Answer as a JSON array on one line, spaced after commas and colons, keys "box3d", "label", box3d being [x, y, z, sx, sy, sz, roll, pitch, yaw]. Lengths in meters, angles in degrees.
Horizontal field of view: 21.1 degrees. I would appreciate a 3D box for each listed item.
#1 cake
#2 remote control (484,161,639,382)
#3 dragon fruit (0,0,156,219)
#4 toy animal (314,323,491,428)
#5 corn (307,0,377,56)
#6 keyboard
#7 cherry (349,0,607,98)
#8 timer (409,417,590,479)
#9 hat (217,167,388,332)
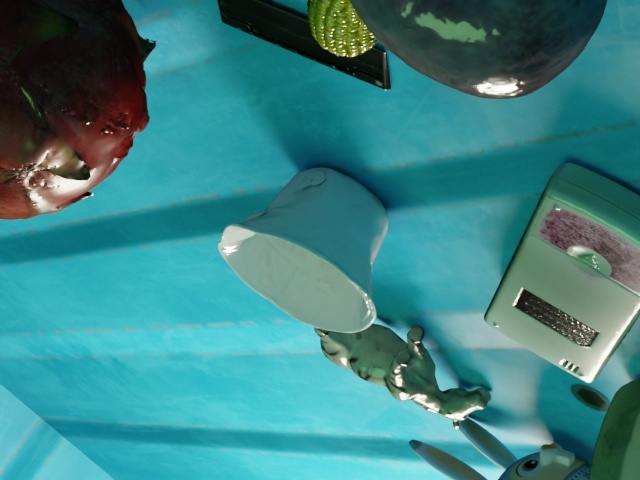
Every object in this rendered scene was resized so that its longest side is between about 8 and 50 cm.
[{"box3d": [0.446, 0.235, 1.865, 0.284, 0.172, 0.158, 5, 170, -18], "label": "cake"}, {"box3d": [0.260, 0.039, 1.727, 0.145, 0.050, 0.344, 31, 156, 7], "label": "remote control"}, {"box3d": [-0.334, -0.167, 1.809, 0.302, 0.295, 0.296, 17, 173, -42], "label": "dragon fruit"}, {"box3d": [0.093, 0.146, 2.114, 0.255, 0.090, 0.170, 37, 160, 0], "label": "toy animal"}, {"box3d": [0.025, -0.233, 1.491, 0.072, 0.072, 0.203, 29, 155, 12], "label": "corn"}, {"box3d": [-0.019, -0.201, 1.682, 0.198, 0.010, 0.063, 25, 154, 20], "label": "keyboard"}, {"box3d": [0.112, -0.206, 1.281, 0.213, 0.183, 0.266, 47, 170, 5], "label": "cherry"}, {"box3d": [0.259, 0.302, 2.147, 0.255, 0.175, 0.175, 56, 159, 10], "label": "timer"}, {"box3d": [0.000, 0.000, 1.897, 0.203, 0.126, 0.203, 28, 156, 14], "label": "hat"}]
